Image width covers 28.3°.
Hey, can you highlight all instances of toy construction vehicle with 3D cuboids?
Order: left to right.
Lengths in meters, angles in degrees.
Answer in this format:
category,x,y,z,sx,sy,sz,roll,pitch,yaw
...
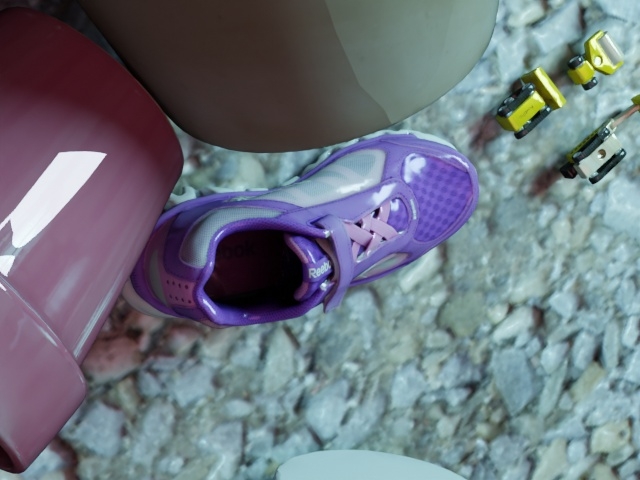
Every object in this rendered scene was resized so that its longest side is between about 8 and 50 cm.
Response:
category,x,y,z,sx,sy,sz,roll,pitch,yaw
toy construction vehicle,0.172,-0.088,0.859,0.098,0.035,0.086,-44,104,-11

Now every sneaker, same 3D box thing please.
category,x,y,z,sx,sy,sz,roll,pitch,yaw
sneaker,0.000,0.000,0.762,0.236,0.104,0.095,-17,107,-20

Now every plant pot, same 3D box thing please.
category,x,y,z,sx,sy,sz,roll,pitch,yaw
plant pot,-0.173,-0.012,0.647,0.201,0.201,0.180,49,65,-25
plant pot,-0.033,-0.209,0.615,0.323,0.323,0.280,-30,130,-15

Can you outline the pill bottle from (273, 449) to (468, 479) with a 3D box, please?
category,x,y,z,sx,sy,sz,roll,pitch,yaw
pill bottle,0.019,0.288,0.806,0.160,0.160,0.283,3,101,-24
